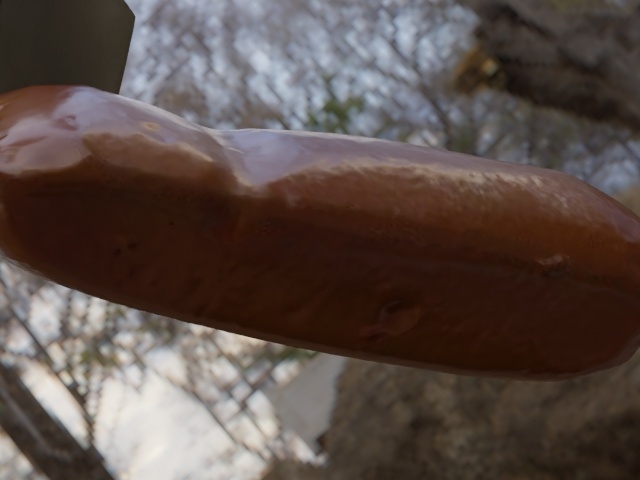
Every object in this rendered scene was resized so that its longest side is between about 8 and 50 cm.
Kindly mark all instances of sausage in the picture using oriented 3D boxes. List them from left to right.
[{"bbox_3d":[0.000,0.000,0.775,0.348,0.097,0.094,9,-71,-22],"label":"sausage"}]

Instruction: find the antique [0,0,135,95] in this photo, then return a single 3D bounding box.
[{"bbox_3d":[-0.188,-0.082,0.850,0.152,0.147,0.148,47,-127,-68],"label":"antique"}]
